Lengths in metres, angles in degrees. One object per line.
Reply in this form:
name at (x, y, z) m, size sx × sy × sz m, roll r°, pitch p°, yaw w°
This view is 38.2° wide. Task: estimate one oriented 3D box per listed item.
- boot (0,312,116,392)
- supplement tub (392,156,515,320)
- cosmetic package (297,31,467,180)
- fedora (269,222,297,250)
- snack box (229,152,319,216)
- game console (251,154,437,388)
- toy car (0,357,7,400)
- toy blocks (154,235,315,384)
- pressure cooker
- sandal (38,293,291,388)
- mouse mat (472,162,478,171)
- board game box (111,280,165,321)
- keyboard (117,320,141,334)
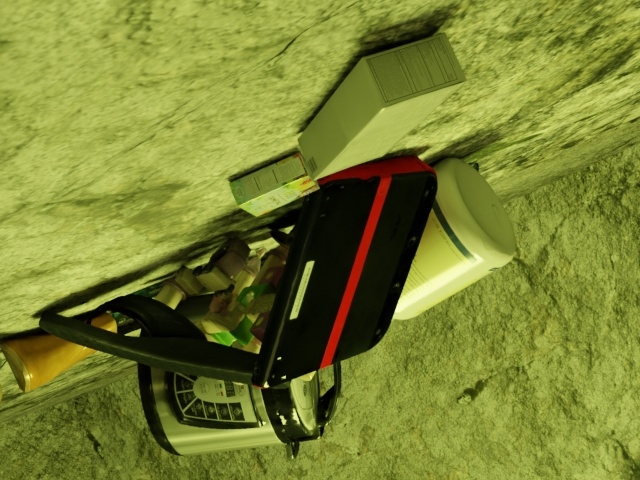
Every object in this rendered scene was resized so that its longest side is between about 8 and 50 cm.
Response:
boot at (-0.486, 0.195, 1.749) m, size 0.211 × 0.104 × 0.295 m, roll -27°, pitch 180°, yaw -19°
supplement tub at (0.192, 0.012, 1.825) m, size 0.325 × 0.235 × 0.235 m, roll -33°, pitch 170°, yaw 28°
cosmetic package at (0.057, -0.138, 0.995) m, size 0.099 × 0.060 × 0.239 m, roll -19°, pitch 173°, yaw -21°
fedora at (0.000, 0.000, 1.720) m, size 0.079 × 0.194 × 0.194 m, roll -63°, pitch 169°, yaw 4°
snack box at (-0.059, -0.073, 1.239) m, size 0.100 × 0.037 × 0.141 m, roll -22°, pitch 174°, yaw 4°
game console at (0.043, 0.047, 1.547) m, size 0.342 × 0.060 × 0.387 m, roll -11°, pitch 125°, yaw -48°
toy car at (-0.718, 0.312, 1.899) m, size 0.188 × 0.149 × 0.155 m, roll -51°, pitch -177°, yaw -12°
toy blocks at (-0.117, 0.081, 1.760) m, size 0.288 × 0.309 × 0.260 m, roll -13°, pitch -143°, yaw 50°
pressure cooker at (-0.163, 0.281, 2.092) m, size 0.420 × 0.375 × 0.370 m, roll -8°, pitch 140°, yaw 9°
sandal at (-0.262, 0.169, 1.627) m, size 0.445 × 0.107 × 0.167 m, roll 13°, pitch 162°, yaw -7°
mouse mat at (0.331, -0.068, 2.076) m, size 0.007 × 0.190 × 0.152 m, roll 3°, pitch 170°, yaw -6°
board game box at (-0.363, 0.126, 1.874) m, size 0.126 × 0.026 × 0.186 m, roll -22°, pitch 173°, yaw -15°
keyboard at (-0.477, 0.220, 2.284) m, size 0.180 × 0.023 × 0.108 m, roll -21°, pitch 173°, yaw -27°
